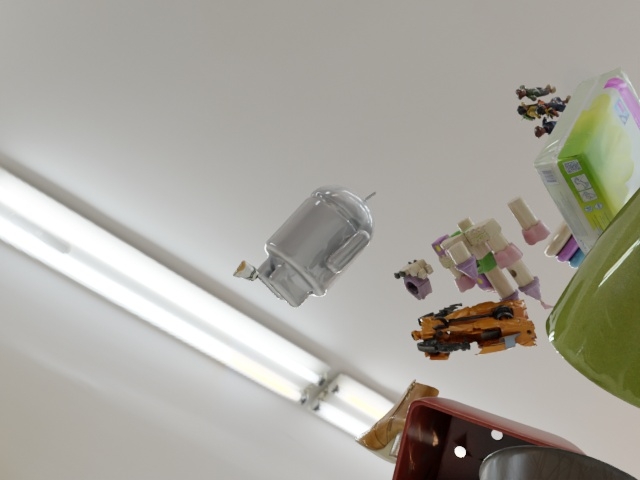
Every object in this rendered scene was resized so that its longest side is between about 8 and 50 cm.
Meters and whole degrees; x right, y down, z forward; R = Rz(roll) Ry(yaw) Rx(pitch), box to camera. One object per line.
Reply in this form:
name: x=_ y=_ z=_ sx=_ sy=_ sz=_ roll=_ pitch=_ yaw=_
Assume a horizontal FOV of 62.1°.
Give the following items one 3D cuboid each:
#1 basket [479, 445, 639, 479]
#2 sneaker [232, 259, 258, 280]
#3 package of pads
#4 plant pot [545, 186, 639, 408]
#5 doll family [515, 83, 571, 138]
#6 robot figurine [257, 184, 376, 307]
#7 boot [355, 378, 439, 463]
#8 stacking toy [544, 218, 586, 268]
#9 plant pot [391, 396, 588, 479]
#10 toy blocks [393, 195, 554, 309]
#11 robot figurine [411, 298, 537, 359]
basket: x=0.177 y=0.308 z=0.390 sx=0.154 sy=0.227 sz=0.204 roll=-3 pitch=-48 yaw=33
sneaker: x=-0.121 y=0.054 z=0.873 sx=0.037 sy=0.083 sz=0.032 roll=33 pitch=-97 yaw=-9
package of pads: x=0.527 y=-0.142 z=0.988 sx=0.101 sy=0.296 sz=0.229 roll=-11 pitch=-57 yaw=53
plant pot: x=0.476 y=0.033 z=0.674 sx=0.275 sy=0.275 sz=0.293 roll=8 pitch=-66 yaw=-6
doll family: x=0.518 y=-0.298 z=1.232 sx=0.111 sy=0.193 sz=0.076 roll=-10 pitch=-54 yaw=-13
robot figurine: x=0.000 y=0.000 z=1.352 sx=0.353 sy=0.300 sz=0.200 roll=-48 pitch=-56 yaw=-13
boot: x=0.210 y=0.475 z=1.414 sx=0.104 sy=0.211 sz=0.295 roll=34 pitch=-23 yaw=-8
stacking toy: x=0.795 y=0.061 z=1.452 sx=0.330 sy=0.141 sz=0.141 roll=33 pitch=-64 yaw=16
plant pot: x=0.274 y=0.410 z=0.892 sx=0.267 sy=0.236 sz=0.267 roll=14 pitch=-88 yaw=21
toy blocks: x=0.425 y=0.091 z=1.387 sx=0.309 sy=0.288 sz=0.260 roll=-35 pitch=-88 yaw=-23
robot figurine: x=0.373 y=0.225 z=1.324 sx=0.291 sy=0.211 sz=0.085 roll=-13 pitch=-75 yaw=16
